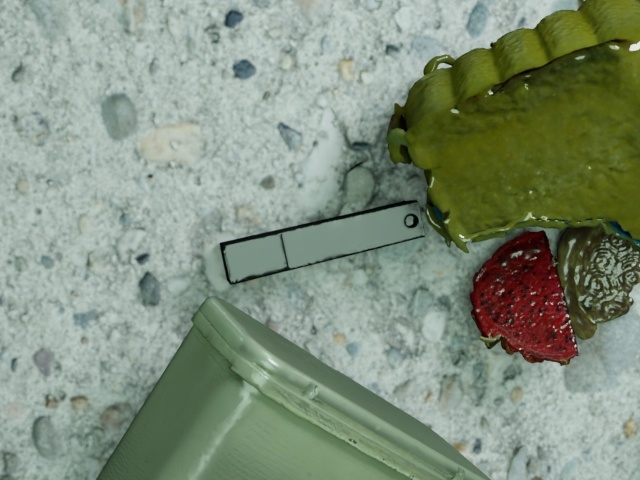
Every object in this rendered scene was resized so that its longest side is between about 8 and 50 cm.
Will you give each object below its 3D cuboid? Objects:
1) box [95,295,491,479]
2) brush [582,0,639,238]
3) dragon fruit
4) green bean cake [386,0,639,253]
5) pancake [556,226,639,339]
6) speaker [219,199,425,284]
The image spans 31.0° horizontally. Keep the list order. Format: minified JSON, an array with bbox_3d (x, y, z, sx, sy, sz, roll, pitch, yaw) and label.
[{"bbox_3d":[-0.057,0.295,1.174,0.352,0.177,0.344,35,88,-30],"label":"box"},{"bbox_3d":[0.343,-0.159,1.343,0.090,0.017,0.314,0,92,-5],"label":"brush"},{"bbox_3d":[0.223,0.079,1.303,0.106,0.083,0.162,-12,67,2],"label":"dragon fruit"},{"bbox_3d":[0.251,-0.096,1.231,0.310,0.202,0.285,-19,119,15],"label":"green bean cake"},{"bbox_3d":[0.357,0.034,1.342,0.184,0.020,0.190,22,94,-15],"label":"pancake"},{"bbox_3d":[0.000,0.000,1.266,0.218,0.082,0.044,-13,93,-6],"label":"speaker"}]
